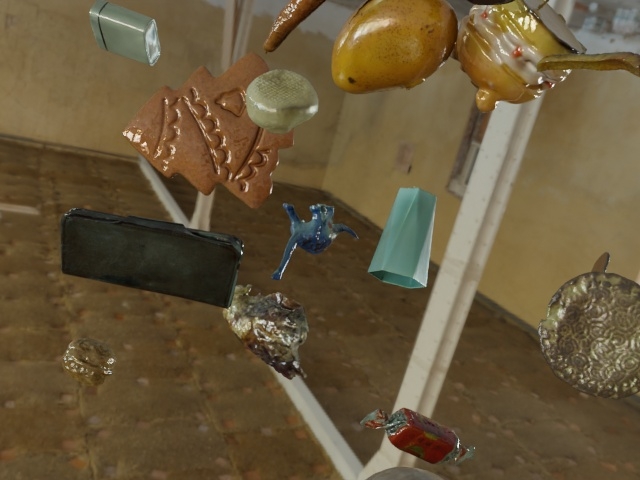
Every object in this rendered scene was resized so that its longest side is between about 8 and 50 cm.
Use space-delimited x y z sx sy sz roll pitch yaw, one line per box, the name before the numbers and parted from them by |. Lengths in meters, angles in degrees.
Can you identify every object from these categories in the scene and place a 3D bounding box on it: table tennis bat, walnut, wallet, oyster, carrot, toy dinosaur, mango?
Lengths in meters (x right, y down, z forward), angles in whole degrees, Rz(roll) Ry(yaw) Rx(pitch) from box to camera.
table tennis bat | 0.728 0.111 1.635 0.022 0.131 0.234 22 160 14
walnut | -0.425 0.224 1.119 0.096 0.079 0.082 28 170 0
wallet | -0.306 0.030 1.105 0.318 0.172 0.045 11 -140 -9
oyster | -0.139 0.225 1.540 0.271 0.275 0.100 -18 165 33
carrot | -0.038 -0.462 1.203 0.059 0.248 0.059 36 -149 -27
toy dinosaur | -0.010 -0.026 1.356 0.076 0.144 0.329 3 -162 35
mango | 0.141 -0.417 1.274 0.191 0.290 0.160 47 -151 -31

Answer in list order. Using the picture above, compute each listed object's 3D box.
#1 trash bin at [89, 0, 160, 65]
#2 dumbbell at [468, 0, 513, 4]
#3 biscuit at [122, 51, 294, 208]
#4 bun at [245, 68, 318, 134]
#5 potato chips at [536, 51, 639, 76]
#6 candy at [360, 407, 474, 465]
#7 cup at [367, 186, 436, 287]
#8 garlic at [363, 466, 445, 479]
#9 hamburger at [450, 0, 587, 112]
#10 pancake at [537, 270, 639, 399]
trash bin | -0.428 -0.454 1.333 0.130 0.059 0.116 21 153 5
dumbbell | 0.322 -0.560 1.125 0.140 0.225 0.124 -1 156 10
biscuit | -0.201 -0.195 1.100 0.306 0.284 0.043 -4 -175 -8
bun | -0.046 -0.157 0.706 0.086 0.055 0.086 3 -130 -3
potato chips | 0.371 -0.243 0.833 0.026 0.037 0.204 56 174 -26
candy | 0.208 0.406 1.254 0.292 0.086 0.059 31 -158 -26
cup | 0.221 -0.008 1.544 0.134 0.236 0.148 24 162 -23
garlic | 0.114 0.432 0.751 0.259 0.317 0.317 7 -163 -35
hamburger | 0.421 -0.427 1.352 0.276 0.237 0.276 25 -139 -24
pancake | 0.435 0.147 0.935 0.199 0.199 0.021 19 -175 11
